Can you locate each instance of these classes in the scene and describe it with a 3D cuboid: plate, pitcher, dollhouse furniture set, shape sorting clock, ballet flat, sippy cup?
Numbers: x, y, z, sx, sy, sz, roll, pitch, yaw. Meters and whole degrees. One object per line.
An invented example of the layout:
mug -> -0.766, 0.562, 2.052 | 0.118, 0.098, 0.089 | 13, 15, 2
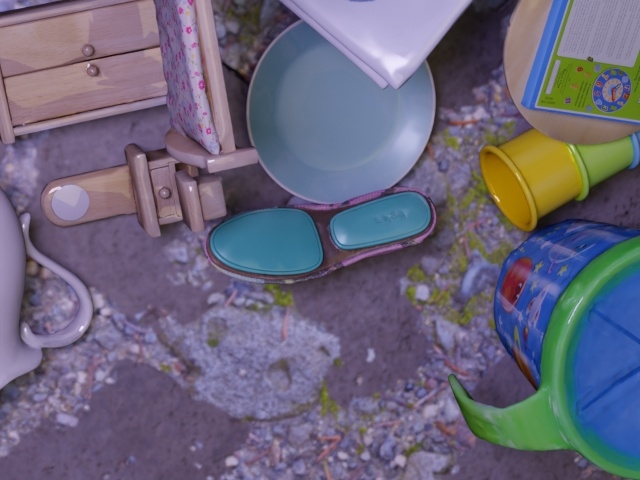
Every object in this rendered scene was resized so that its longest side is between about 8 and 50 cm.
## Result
plate -> 0.018, -0.126, 1.452 | 0.188, 0.024, 0.188 | -4, 104, -17
pitcher -> -0.293, 0.029, 1.352 | 0.178, 0.125, 0.207 | -28, 123, -31
dollhouse furniture set -> -0.162, -0.107, 1.221 | 0.174, 0.355, 0.303 | -14, 108, -13
shape sorting clock -> 0.262, -0.183, 1.407 | 0.206, 0.040, 0.206 | -6, 119, -12
ballet flat -> 0.000, 0.000, 1.448 | 0.222, 0.079, 0.076 | -13, 78, -10
sippy cup -> 0.282, 0.082, 1.484 | 0.306, 0.224, 0.240 | 7, 103, -19

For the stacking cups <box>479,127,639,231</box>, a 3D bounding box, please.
stacking cups -> 0.309, -0.125, 1.522 | 0.316, 0.096, 0.096 | -30, 111, -14

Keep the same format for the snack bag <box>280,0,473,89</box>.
snack bag -> 0.055, -0.351, 1.309 | 0.323, 0.037, 0.342 | 41, 91, 12
